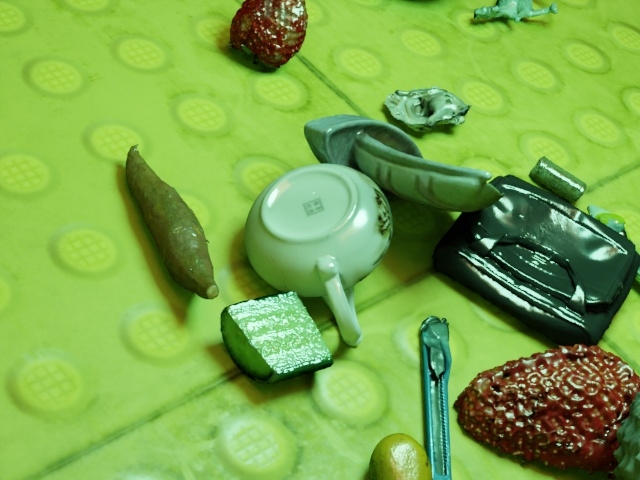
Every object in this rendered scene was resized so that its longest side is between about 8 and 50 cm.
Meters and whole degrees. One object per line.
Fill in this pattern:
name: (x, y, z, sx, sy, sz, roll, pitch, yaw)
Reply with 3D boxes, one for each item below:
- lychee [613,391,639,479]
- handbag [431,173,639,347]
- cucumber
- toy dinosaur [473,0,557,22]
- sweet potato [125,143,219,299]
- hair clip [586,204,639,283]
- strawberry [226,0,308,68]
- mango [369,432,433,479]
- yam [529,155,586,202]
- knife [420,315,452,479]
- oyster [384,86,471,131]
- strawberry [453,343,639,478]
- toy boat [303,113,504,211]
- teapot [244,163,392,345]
lychee: (0.535, 0.288, 1.328, 0.380, 0.380, 0.432, -30, 95, -41)
handbag: (0.327, 0.027, 1.720, 0.275, 0.088, 0.244, 34, 47, 11)
cucumber: (-0.057, 0.131, 1.466, 0.115, 0.062, 0.116, -14, 61, -31)
toy dinosaur: (0.430, -0.488, 2.287, 0.129, 0.076, 0.383, 15, 29, 29)
sweet potato: (-0.197, -0.022, 1.562, 0.072, 0.066, 0.314, 0, 44, -32)
hair clip: (0.484, 0.015, 1.830, 0.060, 0.033, 0.188, 0, 44, -26)
strawberry: (-0.080, -0.359, 1.892, 0.131, 0.148, 0.131, 11, 45, -11)
mango: (0.097, 0.283, 1.377, 0.079, 0.057, 0.114, 15, 45, -19)
yam: (0.392, -0.100, 1.904, 0.094, 0.043, 0.043, 35, 44, 11)
knife: (0.154, 0.204, 1.505, 0.044, 0.026, 0.297, 22, 40, -18)
oyster: (0.193, -0.217, 1.933, 0.165, 0.053, 0.108, -13, 34, -24)
strawberry: (0.326, 0.209, 1.512, 0.286, 0.106, 0.188, 3, 44, -19)
toy boat: (0.138, -0.093, 1.677, 0.293, 0.111, 0.276, 26, 4, 24)
teapot: (0.000, 0.000, 1.573, 0.204, 0.139, 0.298, -12, 50, 3)
